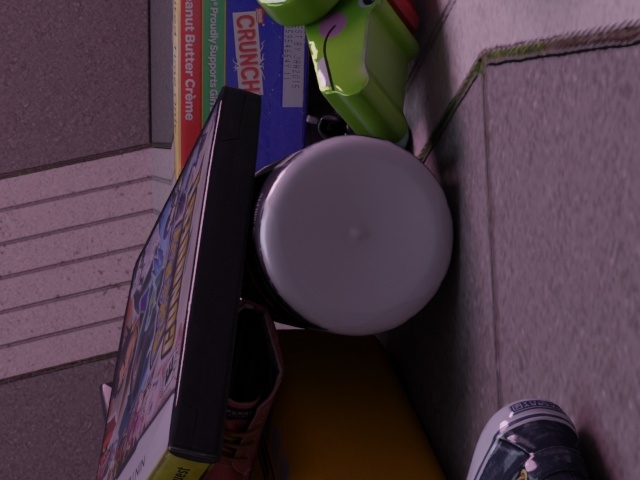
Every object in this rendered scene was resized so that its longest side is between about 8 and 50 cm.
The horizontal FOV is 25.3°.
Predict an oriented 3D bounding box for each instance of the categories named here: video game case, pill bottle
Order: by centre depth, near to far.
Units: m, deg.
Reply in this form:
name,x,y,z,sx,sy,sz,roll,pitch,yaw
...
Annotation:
name,x,y,z,sx,sy,sz,roll,pitch,yaw
video game case,-0.105,0.072,0.986,0.248,0.035,0.275,124,156,-52
pill bottle,0.000,0.000,1.017,0.246,0.130,0.130,171,100,-78

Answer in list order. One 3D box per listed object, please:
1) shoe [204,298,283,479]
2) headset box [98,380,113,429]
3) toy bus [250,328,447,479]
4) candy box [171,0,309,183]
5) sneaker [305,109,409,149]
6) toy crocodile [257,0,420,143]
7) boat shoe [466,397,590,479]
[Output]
name,x,y,z,sx,sy,sz,roll,pitch,yaw
shoe,-0.068,0.128,0.977,0.081,0.063,0.178,141,138,-73
headset box,-0.086,0.246,1.185,0.293,0.110,0.218,68,-174,-56
toy bus,0.025,0.192,0.955,0.332,0.108,0.130,-114,29,-63
candy box,-0.078,-0.201,1.328,0.317,0.122,0.268,-108,20,-70
sneaker,0.021,-0.083,1.056,0.098,0.069,0.038,-148,68,-73
toy crocodile,0.017,-0.207,1.028,0.115,0.105,0.340,48,-157,-43
boat shoe,0.096,0.175,0.722,0.083,0.065,0.183,-107,22,-57
